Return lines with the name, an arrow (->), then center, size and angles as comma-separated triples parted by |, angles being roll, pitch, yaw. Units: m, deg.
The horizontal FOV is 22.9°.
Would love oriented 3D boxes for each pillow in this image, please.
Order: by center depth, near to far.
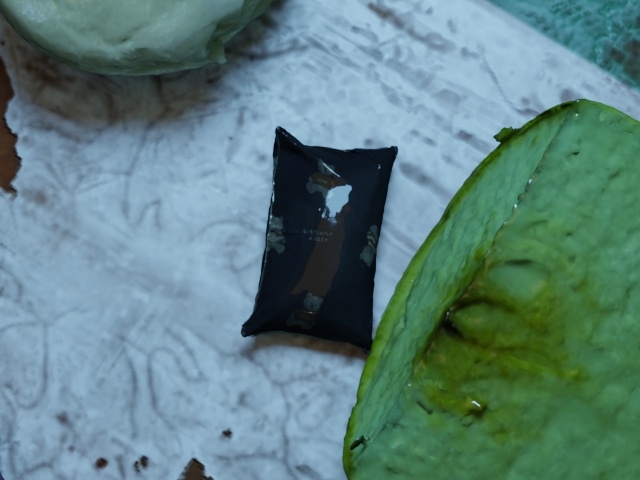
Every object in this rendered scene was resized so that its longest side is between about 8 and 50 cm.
pillow -> 0.000, 0.000, 1.100 | 0.090, 0.048, 0.150 | 6, 84, 12

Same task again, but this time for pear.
pear -> 0.169, 0.073, 1.038 | 0.239, 0.139, 0.288 | 30, 95, -9

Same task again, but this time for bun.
bun -> -0.120, -0.204, 1.102 | 0.229, 0.145, 0.229 | -8, 46, 8

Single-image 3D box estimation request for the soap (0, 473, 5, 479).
soap -> -0.301, 0.215, 1.064 | 0.203, 0.065, 0.122 | -31, 81, -3
